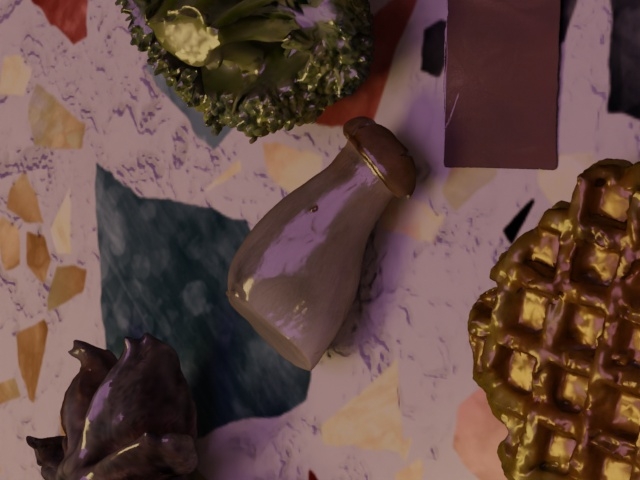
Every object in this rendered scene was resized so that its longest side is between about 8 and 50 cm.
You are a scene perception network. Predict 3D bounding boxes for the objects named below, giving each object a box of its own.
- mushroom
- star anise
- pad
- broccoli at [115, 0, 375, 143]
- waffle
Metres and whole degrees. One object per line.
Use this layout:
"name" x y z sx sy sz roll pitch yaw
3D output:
"mushroom" 0.000 0.000 1.400 0.116 0.093 0.225 36 105 25
"star anise" -0.189 0.228 1.562 0.359 0.139 0.316 35 106 55
"pad" 0.142 -0.149 1.313 0.113 0.006 0.188 3 94 43
"broccoli" -0.066 -0.190 1.391 0.176 0.226 0.198 -82 18 -63
"waffle" 0.241 0.086 1.177 0.325 0.068 0.302 -38 65 35
